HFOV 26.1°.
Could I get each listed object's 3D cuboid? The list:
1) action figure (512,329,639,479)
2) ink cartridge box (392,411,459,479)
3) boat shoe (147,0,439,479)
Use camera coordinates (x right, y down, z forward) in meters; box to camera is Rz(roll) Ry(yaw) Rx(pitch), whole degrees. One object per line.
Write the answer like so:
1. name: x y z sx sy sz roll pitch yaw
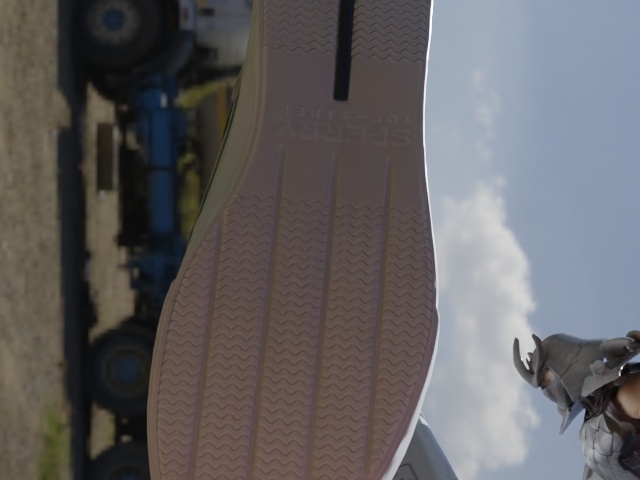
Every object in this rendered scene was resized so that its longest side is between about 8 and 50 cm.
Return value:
1. action figure: 0.212 0.152 0.763 0.285 0.099 0.185 44 -3 12
2. ink cartridge box: 0.096 0.291 0.767 0.308 0.091 0.385 -120 -172 -64
3. boat shoe: 0.000 0.000 0.655 0.119 0.121 0.335 96 5 -70
